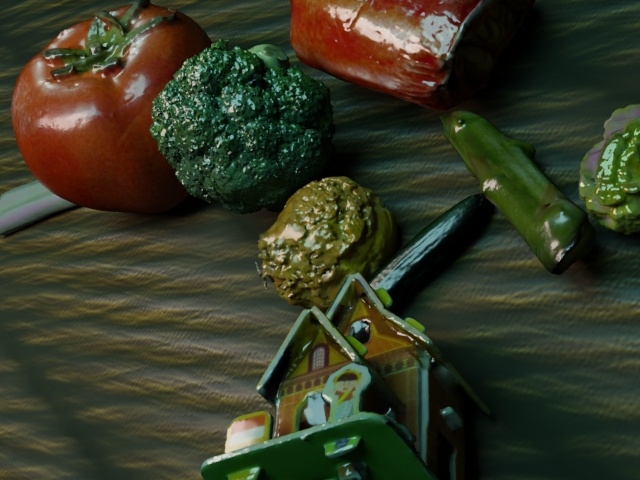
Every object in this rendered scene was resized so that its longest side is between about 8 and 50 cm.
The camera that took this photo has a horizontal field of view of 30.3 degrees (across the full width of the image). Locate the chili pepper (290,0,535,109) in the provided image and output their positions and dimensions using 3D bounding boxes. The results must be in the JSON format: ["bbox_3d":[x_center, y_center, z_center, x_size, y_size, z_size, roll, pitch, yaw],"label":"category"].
[{"bbox_3d":[0.132,-0.297,1.590,0.251,0.229,0.305,-28,46,-33],"label":"chili pepper"}]

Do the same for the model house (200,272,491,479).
[{"bbox_3d":[-0.005,0.193,1.292,0.340,0.300,0.323,-20,40,23],"label":"model house"}]

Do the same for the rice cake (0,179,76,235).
[{"bbox_3d":[-0.493,-0.071,2.081,0.222,0.042,0.080,-16,51,32],"label":"rice cake"}]

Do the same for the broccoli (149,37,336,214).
[{"bbox_3d":[-0.096,-0.172,1.643,0.270,0.270,0.270,-21,39,30],"label":"broccoli"}]

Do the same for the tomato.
[{"bbox_3d":[-0.301,-0.200,1.837,0.342,0.272,0.341,-12,45,12],"label":"tomato"}]

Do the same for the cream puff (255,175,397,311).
[{"bbox_3d":[0.000,0.000,1.533,0.189,0.129,0.189,-25,45,27],"label":"cream puff"}]

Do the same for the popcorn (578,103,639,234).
[{"bbox_3d":[0.345,-0.075,1.285,0.126,0.126,0.145,-25,42,36],"label":"popcorn"}]

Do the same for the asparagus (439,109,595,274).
[{"bbox_3d":[0.233,-0.066,1.405,0.343,0.085,0.082,-120,32,-54],"label":"asparagus"}]

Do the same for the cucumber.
[{"bbox_3d":[0.107,0.041,1.464,0.284,0.056,0.056,-46,42,5],"label":"cucumber"}]
